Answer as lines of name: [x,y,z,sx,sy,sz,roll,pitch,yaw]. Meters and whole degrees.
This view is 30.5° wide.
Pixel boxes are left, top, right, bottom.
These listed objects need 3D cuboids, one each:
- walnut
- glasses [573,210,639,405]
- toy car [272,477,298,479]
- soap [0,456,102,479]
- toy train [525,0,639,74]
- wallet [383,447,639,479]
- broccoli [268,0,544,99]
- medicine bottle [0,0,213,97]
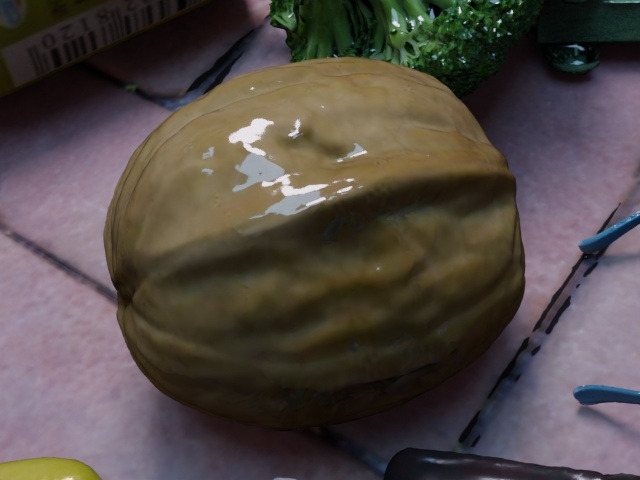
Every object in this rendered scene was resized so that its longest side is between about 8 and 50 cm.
walnut: [0.000,0.000,0.713,0.261,0.225,0.225,-18,54,-12]
glasses: [0.279,0.047,0.748,0.220,0.088,0.190,-10,52,25]
toy car: [-0.048,0.215,0.629,0.209,0.108,0.089,-42,57,20]
soap: [-0.214,0.176,0.721,0.168,0.033,0.089,-2,52,7]
toy train: [0.250,-0.192,0.903,0.200,0.083,0.132,4,44,10]
wallet: [0.106,0.223,0.636,0.182,0.049,0.229,4,53,13]
broccoli: [0.059,-0.212,0.836,0.261,0.241,0.269,-39,54,19]
medicine bottle: [-0.260,-0.225,0.903,0.384,0.224,0.224,-28,55,-11]
